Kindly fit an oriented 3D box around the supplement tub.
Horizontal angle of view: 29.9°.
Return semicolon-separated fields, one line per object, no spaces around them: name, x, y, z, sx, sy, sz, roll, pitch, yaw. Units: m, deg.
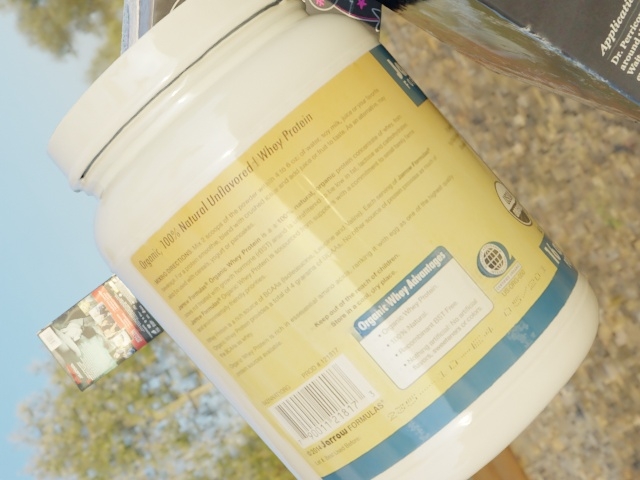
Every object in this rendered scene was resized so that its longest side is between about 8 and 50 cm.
supplement tub;0.000;0.000;0.492;0.199;0.144;0.144;49;178;-2

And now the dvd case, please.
dvd case;-0.251;0.105;1.369;0.087;0.119;0.013;52;-177;-4

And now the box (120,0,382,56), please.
box;-0.048;-0.193;0.758;0.163;0.142;0.247;179;96;-74

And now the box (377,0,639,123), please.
box;0.086;-0.129;0.520;0.158;0.093;0.156;25;-175;-34
